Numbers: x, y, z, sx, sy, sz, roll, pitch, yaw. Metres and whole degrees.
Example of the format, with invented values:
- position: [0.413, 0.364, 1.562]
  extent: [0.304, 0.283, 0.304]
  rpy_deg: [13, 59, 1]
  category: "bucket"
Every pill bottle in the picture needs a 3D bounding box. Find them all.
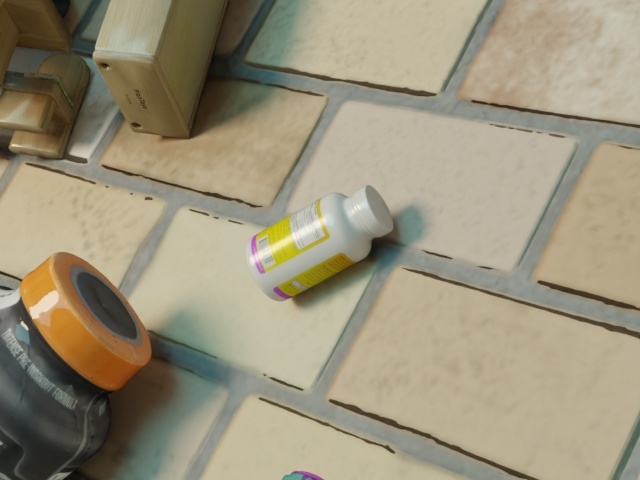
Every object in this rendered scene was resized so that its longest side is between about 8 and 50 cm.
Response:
- position: [-0.219, 0.115, 0.863]
  extent: [0.245, 0.130, 0.130]
  rpy_deg: [-41, 43, 10]
  category: "pill bottle"
- position: [0.000, 0.000, 0.825]
  extent: [0.083, 0.043, 0.043]
  rpy_deg: [-28, 47, 21]
  category: "pill bottle"

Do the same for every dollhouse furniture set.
- position: [-0.197, -0.178, 1.000]
  extent: [0.242, 0.212, 0.161]
  rpy_deg: [8, 66, 13]
  category: "dollhouse furniture set"

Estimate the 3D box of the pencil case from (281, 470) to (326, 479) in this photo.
- position: [-0.028, 0.189, 0.701]
  extent: [0.070, 0.064, 0.152]
  rpy_deg: [33, 84, 30]
  category: "pencil case"

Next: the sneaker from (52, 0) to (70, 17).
- position: [-0.275, -0.204, 1.186]
  extent: [0.209, 0.069, 0.082]
  rpy_deg: [39, 100, 48]
  category: "sneaker"
